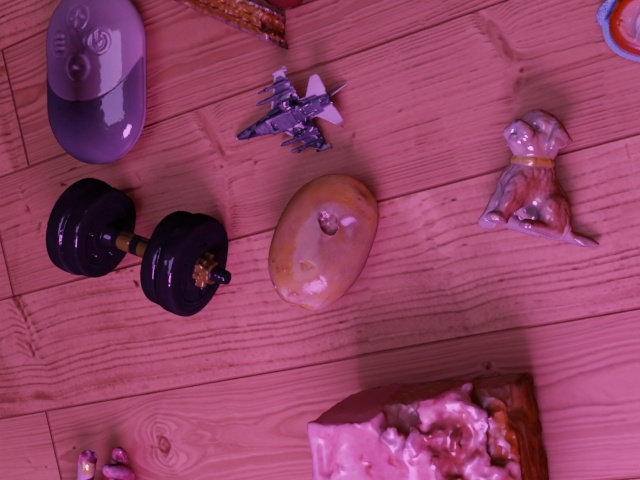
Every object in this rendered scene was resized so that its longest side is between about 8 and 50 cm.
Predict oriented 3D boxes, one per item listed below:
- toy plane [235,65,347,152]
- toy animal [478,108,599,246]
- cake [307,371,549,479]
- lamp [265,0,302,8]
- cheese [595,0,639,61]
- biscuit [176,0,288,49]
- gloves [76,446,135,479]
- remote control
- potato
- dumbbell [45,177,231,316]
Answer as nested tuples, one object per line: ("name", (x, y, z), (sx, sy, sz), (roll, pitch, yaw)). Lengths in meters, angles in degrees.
("toy plane", (-0.062, -0.205, 1.319), (0.234, 0.082, 0.160), (-22, 112, 24))
("toy animal", (0.343, -0.093, 1.155), (0.184, 0.104, 0.185), (14, 82, -6))
("cake", (0.167, 0.360, 1.151), (0.307, 0.293, 0.314), (-7, 85, 22))
("lamp", (-0.060, -0.437, 1.291), (0.101, 0.090, 0.101), (-2, 101, -10))
("cheese", (0.508, -0.280, 1.080), (0.256, 0.037, 0.106), (29, 107, 20))
("biscuit", (-0.221, -0.434, 1.360), (0.378, 0.094, 0.054), (29, 105, 20))
("gloves", (-0.401, 0.494, 1.507), (0.145, 0.126, 0.241), (40, 114, 42))
("remote control", (-0.420, -0.309, 1.453), (0.221, 0.103, 0.332), (3, 97, 26))
("potato", (0.000, 0.000, 1.275), (0.150, 0.146, 0.234), (26, 93, -25))
("dumbbell", (-0.328, 0.009, 1.397), (0.388, 0.185, 0.185), (18, 101, 21))
